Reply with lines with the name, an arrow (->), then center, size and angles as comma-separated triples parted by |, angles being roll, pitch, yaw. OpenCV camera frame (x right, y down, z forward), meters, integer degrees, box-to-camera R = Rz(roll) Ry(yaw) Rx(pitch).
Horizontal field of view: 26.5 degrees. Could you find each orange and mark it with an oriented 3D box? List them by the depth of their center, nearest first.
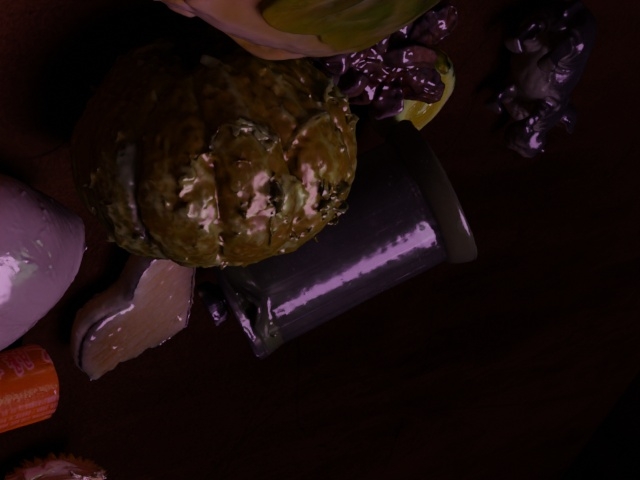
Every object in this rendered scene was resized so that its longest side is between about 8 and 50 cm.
orange -> -0.112, -0.098, 1.364 | 0.301, 0.300, 0.223 | -69, 158, -64

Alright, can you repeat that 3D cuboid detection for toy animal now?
toy animal -> 0.322, -0.223, 2.010 | 0.168, 0.106, 0.343 | -46, 160, -16

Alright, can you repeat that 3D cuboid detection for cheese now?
cheese -> -0.340, 0.025, 1.356 | 0.198, 0.154, 0.189 | -44, 148, -1

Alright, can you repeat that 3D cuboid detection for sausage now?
sausage -> -0.441, 0.193, 1.513 | 0.312, 0.093, 0.093 | -14, 140, -45

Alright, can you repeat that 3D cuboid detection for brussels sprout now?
brussels sprout -> -0.007, -0.294, 1.253 | 0.344, 0.268, 0.344 | -34, 156, -17

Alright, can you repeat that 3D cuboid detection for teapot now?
teapot -> 0.000, 0.000, 1.741 | 0.337, 0.270, 0.200 | -27, 109, -3

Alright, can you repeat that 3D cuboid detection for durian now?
durian -> -0.393, 0.331, 1.801 | 0.224, 0.078, 0.140 | 4, 139, -44

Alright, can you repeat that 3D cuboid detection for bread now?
bread -> -0.217, 0.071, 1.690 | 0.232, 0.064, 0.172 | -51, 151, 12
bread -> 0.117, -0.197, 1.783 | 0.130, 0.071, 0.139 | -34, 158, -11

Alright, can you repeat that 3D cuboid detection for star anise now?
star anise -> 0.088, -0.243, 1.611 | 0.220, 0.099, 0.214 | -13, 120, -40

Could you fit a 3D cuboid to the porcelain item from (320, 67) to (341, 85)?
porcelain item -> -0.037, -0.155, 1.639 | 0.213, 0.054, 0.084 | -40, 153, -21
